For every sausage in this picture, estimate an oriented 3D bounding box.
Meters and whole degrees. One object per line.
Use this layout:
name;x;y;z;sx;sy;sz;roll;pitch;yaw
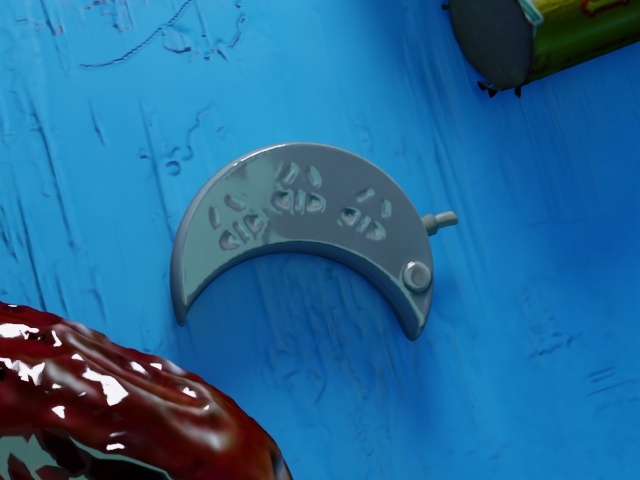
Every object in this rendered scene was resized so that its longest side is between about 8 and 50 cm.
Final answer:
sausage;0.279;-0.233;0.941;0.317;0.117;0.125;-20;104;-17

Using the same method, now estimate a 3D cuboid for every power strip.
power strip;0.000;0.000;0.865;0.253;0.054;0.168;3;83;-15

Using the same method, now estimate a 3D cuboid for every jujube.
jujube;-0.183;0.183;0.688;0.376;0.258;0.258;22;77;-13
